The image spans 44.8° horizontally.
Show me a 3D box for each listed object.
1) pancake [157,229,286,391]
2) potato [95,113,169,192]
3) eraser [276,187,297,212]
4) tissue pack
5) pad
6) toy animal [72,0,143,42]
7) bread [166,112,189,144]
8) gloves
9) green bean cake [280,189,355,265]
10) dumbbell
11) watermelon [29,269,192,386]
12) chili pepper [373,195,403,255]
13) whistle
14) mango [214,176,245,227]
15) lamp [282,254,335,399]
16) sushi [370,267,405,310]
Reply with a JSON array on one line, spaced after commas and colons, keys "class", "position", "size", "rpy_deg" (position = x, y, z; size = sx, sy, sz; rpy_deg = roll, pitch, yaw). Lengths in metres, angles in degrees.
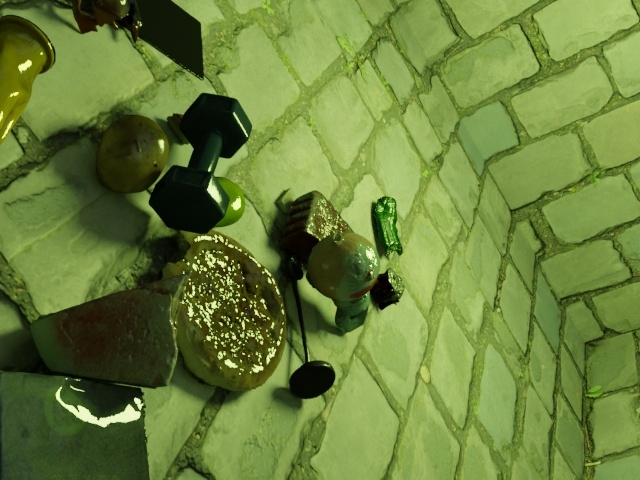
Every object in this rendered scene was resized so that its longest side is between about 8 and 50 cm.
[{"class": "pancake", "position": [-0.204, 0.142, 1.642], "size": [0.382, 0.071, 0.382], "rpy_deg": [39, 38, -40]}, {"class": "potato", "position": [-0.373, -0.175, 1.540], "size": [0.137, 0.137, 0.176], "rpy_deg": [38, 42, -41]}, {"class": "eraser", "position": [-0.089, -0.108, 2.071], "size": [0.038, 0.019, 0.083], "rpy_deg": [58, 30, -17]}, {"class": "tissue pack", "position": [-0.374, 0.399, 1.108], "size": [0.288, 0.124, 0.394], "rpy_deg": [25, 48, -52]}, {"class": "pad", "position": [-0.394, -0.538, 1.896], "size": [0.299, 0.005, 0.202], "rpy_deg": [29, 45, -48]}, {"class": "toy animal", "position": [-0.477, -0.537, 1.639], "size": [0.298, 0.122, 0.185], "rpy_deg": [45, 39, -45]}, {"class": "bread", "position": [-0.306, -0.253, 1.791], "size": [0.109, 0.043, 0.062], "rpy_deg": [15, 55, -56]}, {"class": "gloves", "position": [-0.574, -0.253, 1.313], "size": [0.133, 0.116, 0.294], "rpy_deg": [28, 49, -10]}, {"class": "green bean cake", "position": [0.000, 0.000, 2.056], "size": [0.233, 0.097, 0.199], "rpy_deg": [47, 36, -32]}, {"class": "dumbbell", "position": [-0.249, -0.166, 1.642], "size": [0.143, 0.156, 0.316], "rpy_deg": [32, 44, -22]}, {"class": "watermelon", "position": [-0.323, 0.143, 1.297], "size": [0.310, 0.231, 0.193], "rpy_deg": [36, 57, -65]}, {"class": "chili pepper", "position": [0.215, -0.042, 2.492], "size": [0.098, 0.061, 0.224], "rpy_deg": [21, 53, -34]}, {"class": "whistle", "position": [0.076, 0.116, 1.957], "size": [0.189, 0.189, 0.348], "rpy_deg": [-77, 161, -47]}, {"class": "mango", "position": [-0.235, -0.088, 1.739], "size": [0.163, 0.089, 0.117], "rpy_deg": [-9, 76, -60]}, {"class": "lamp", "position": [-0.021, 0.193, 1.871], "size": [0.130, 0.108, 0.371], "rpy_deg": [45, 34, -41]}, {"class": "sushi", "position": [0.196, 0.139, 2.300], "size": [0.094, 0.084, 0.098], "rpy_deg": [55, 27, -15]}]
